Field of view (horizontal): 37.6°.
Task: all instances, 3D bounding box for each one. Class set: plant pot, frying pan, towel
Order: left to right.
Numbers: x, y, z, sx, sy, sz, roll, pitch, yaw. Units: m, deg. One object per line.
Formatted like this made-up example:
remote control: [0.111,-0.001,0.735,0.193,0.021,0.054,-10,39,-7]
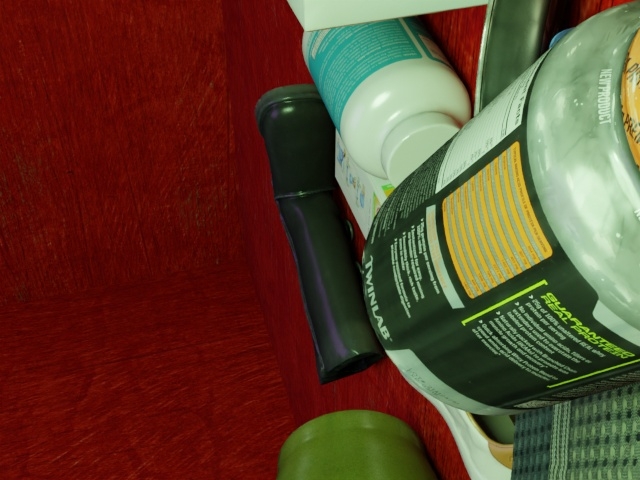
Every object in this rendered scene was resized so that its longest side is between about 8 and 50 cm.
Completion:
plant pot: [0.059,0.452,1.369,0.353,0.366,0.367,-95,2,-53]
frying pan: [0.161,-0.110,0.774,0.326,0.053,0.197,83,-154,-44]
towel: [0.221,0.200,0.754,0.324,0.056,0.312,115,165,-74]

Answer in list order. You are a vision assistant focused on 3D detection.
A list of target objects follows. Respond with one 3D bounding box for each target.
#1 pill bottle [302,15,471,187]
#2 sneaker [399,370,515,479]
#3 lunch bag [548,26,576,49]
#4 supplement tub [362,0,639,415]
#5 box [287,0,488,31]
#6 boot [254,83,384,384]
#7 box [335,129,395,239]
pill bottle: [0.078,-0.168,1.060,0.264,0.146,0.146,-111,14,-45]
sneaker: [0.167,0.141,1.058,0.290,0.105,0.123,57,154,37]
lunch bag: [0.201,-0.107,0.684,0.065,0.067,0.098,-111,13,-44]
supplement tub: [0.164,-0.011,0.558,0.316,0.193,0.194,139,121,-64]
box: [0.040,-0.358,0.884,0.345,0.214,0.168,-113,15,-50]
boot: [0.000,0.001,1.618,0.367,0.146,0.445,80,180,-72]
box: [0.100,-0.065,1.133,0.203,0.114,0.103,-112,16,-45]
